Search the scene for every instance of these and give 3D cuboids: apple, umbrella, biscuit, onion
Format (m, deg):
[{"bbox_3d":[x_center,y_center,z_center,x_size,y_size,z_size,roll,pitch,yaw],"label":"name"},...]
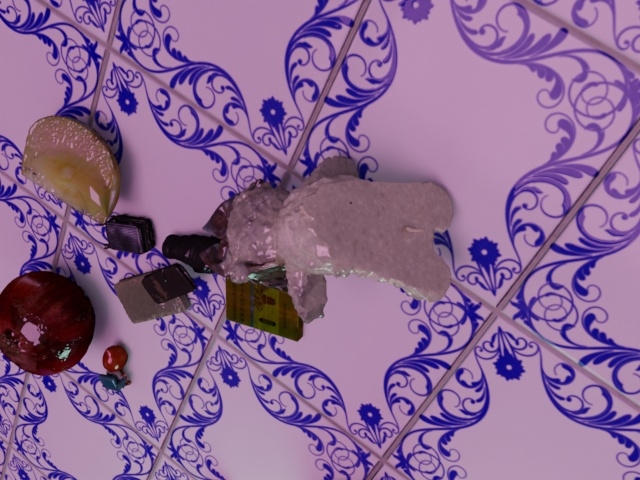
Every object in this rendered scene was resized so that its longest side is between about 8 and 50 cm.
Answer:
[{"bbox_3d":[-0.555,-0.183,1.598,0.264,0.120,0.193,30,109,11],"label":"apple"},{"bbox_3d":[-0.206,0.031,1.527,0.357,0.106,0.113,8,106,34],"label":"umbrella"},{"bbox_3d":[-0.423,0.138,1.712,0.199,0.040,0.121,-16,105,32],"label":"biscuit"},{"bbox_3d":[-0.719,0.219,1.781,0.276,0.276,0.276,11,116,24],"label":"onion"}]

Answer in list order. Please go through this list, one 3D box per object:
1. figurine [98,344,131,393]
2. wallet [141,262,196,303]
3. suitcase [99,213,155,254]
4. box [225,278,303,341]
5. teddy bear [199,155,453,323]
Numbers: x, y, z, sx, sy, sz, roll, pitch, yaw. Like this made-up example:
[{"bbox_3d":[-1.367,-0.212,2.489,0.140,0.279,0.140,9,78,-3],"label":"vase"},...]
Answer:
[{"bbox_3d":[-0.557,0.343,1.853,0.068,0.075,0.140,12,119,24],"label":"figurine"},{"bbox_3d":[-0.358,0.102,1.612,0.156,0.018,0.082,-19,111,40],"label":"wallet"},{"bbox_3d":[-0.462,-0.014,1.653,0.126,0.059,0.086,8,116,26],"label":"suitcase"},{"bbox_3d":[-0.129,0.148,1.561,0.193,0.030,0.122,14,117,22],"label":"box"},{"bbox_3d":[0.000,0.000,1.321,0.362,0.375,0.328,-25,56,61],"label":"teddy bear"}]
